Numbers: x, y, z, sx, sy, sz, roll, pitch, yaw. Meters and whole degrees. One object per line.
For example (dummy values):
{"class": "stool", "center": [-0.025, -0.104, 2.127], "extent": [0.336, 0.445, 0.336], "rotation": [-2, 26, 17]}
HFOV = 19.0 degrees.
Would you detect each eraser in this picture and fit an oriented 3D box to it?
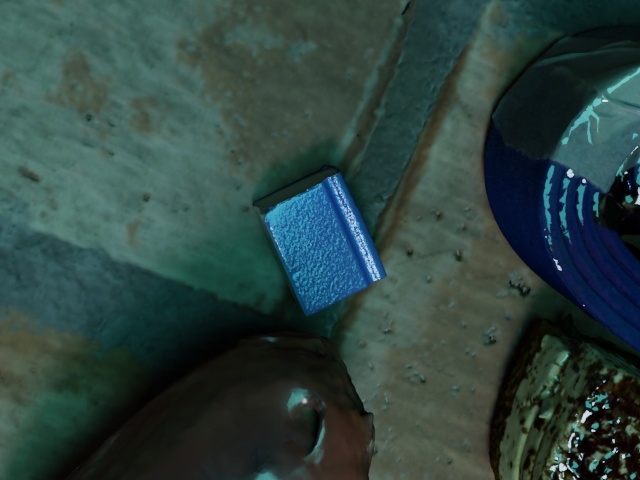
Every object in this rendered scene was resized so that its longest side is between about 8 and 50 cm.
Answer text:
{"class": "eraser", "center": [0.000, 0.000, 1.287], "extent": [0.063, 0.027, 0.085], "rotation": [-26, 112, -7]}

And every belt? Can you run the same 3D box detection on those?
{"class": "belt", "center": [0.281, -0.009, 1.322], "extent": [0.347, 0.117, 0.212], "rotation": [29, 97, -23]}

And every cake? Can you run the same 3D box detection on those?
{"class": "cake", "center": [0.237, 0.164, 1.366], "extent": [0.246, 0.112, 0.135], "rotation": [26, 100, -25]}

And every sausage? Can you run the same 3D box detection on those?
{"class": "sausage", "center": [-0.081, 0.176, 1.251], "extent": [0.279, 0.152, 0.152], "rotation": [-43, 113, -3]}
